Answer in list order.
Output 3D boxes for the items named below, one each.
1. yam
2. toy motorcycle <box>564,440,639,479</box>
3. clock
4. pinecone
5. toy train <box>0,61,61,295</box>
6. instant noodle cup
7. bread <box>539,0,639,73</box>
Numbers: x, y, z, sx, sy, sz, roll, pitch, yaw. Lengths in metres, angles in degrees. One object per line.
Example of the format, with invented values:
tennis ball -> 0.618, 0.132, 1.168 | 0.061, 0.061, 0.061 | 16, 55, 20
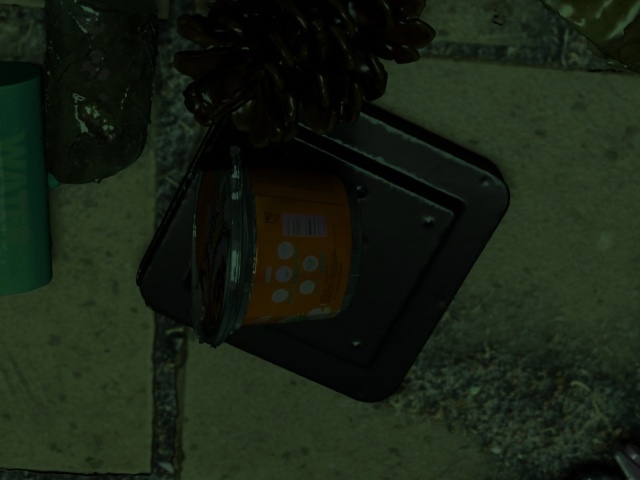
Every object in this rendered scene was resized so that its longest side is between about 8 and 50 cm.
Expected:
yam -> -0.194, -0.144, 1.577 | 0.107, 0.107, 0.183 | 7, 117, -2
toy motorcycle -> 0.387, 0.319, 1.775 | 0.327, 0.143, 0.188 | 42, 102, -1
clock -> 0.000, 0.000, 1.671 | 0.279, 0.049, 0.273 | 24, 113, -10
pinecone -> -0.026, -0.167, 1.511 | 0.185, 0.168, 0.212 | 32, 77, 26
toy train -> -0.313, -0.053, 1.636 | 0.159, 0.101, 0.248 | -5, 117, -14
instant noodle cup -> -0.036, 0.003, 1.564 | 0.125, 0.177, 0.208 | 1, 151, -16
bread -> 0.254, -0.280, 1.456 | 0.252, 0.238, 0.196 | -45, 67, 16
